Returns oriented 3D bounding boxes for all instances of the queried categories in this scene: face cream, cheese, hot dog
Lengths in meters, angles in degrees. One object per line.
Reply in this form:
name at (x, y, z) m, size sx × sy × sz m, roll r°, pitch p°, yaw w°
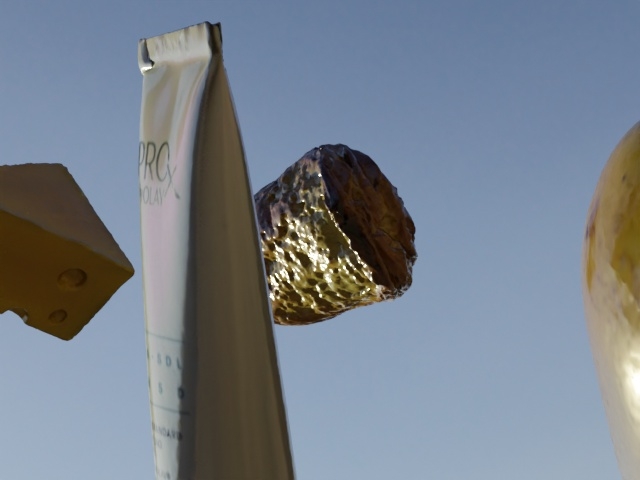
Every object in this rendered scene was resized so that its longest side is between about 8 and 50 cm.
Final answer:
face cream at (-0.044, 0.037, 0.520) m, size 0.058 × 0.243 × 0.092 m, roll -9°, pitch 8°, yaw -25°
cheese at (-0.255, 0.000, 1.004) m, size 0.093 × 0.126 × 0.171 m, roll -45°, pitch -27°, yaw 18°
hot dog at (0.003, -0.002, 1.334) m, size 0.114 × 0.175 × 0.259 m, roll -33°, pitch 5°, yaw -33°

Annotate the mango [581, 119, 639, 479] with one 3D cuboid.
mango at (0.302, 0.092, 0.880) m, size 0.232 × 0.300 × 0.445 m, roll -9°, pitch -58°, yaw 4°
